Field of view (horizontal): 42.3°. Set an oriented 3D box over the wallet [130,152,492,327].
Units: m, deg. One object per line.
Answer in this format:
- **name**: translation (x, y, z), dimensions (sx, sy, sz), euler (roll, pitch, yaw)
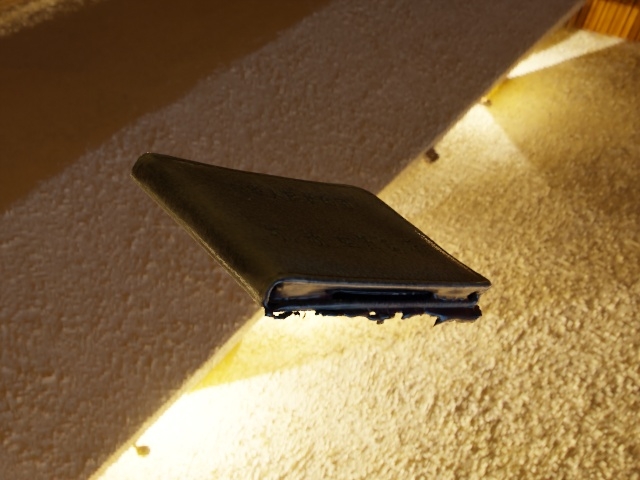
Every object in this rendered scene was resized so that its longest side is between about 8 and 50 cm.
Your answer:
- **wallet**: translation (0.001, -0.002, 0.565), dimensions (0.222, 0.036, 0.167), euler (8, -155, -45)
